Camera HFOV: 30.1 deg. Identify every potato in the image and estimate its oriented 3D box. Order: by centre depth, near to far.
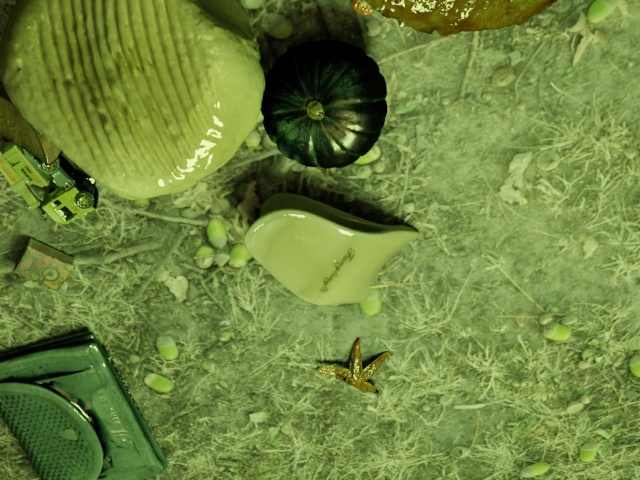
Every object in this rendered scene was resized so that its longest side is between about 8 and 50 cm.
[{"bbox_3d":[-0.419,-0.190,1.730,0.172,0.100,0.089,31,127,32],"label":"potato"}]

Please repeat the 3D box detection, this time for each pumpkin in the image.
[{"bbox_3d":[0.004,-0.199,1.732,0.194,0.150,0.194,-2,114,-5],"label":"pumpkin"}]

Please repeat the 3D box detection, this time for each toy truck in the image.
[{"bbox_3d":[-0.424,-0.100,1.827,0.100,0.077,0.169,-31,121,14],"label":"toy truck"}]

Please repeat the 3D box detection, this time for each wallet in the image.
[{"bbox_3d":[-0.441,0.326,2.123,0.237,0.075,0.342,-14,124,11],"label":"wallet"}]

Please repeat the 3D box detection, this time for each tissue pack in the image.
[{"bbox_3d":[-0.453,0.041,1.946,0.083,0.035,0.063,25,120,-19],"label":"tissue pack"}]

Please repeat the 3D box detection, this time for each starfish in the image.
[{"bbox_3d":[0.073,0.241,2.100,0.133,0.041,0.130,-28,122,16],"label":"starfish"}]

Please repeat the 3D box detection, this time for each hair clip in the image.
[{"bbox_3d":[0.006,0.013,1.899,0.282,0.113,0.172,28,119,-20],"label":"hair clip"}]

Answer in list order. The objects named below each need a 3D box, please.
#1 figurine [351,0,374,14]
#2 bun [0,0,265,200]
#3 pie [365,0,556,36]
[{"bbox_3d":[0.078,-0.372,1.681,0.064,0.047,0.109,20,112,-7],"label":"figurine"},{"bbox_3d":[-0.250,-0.237,1.641,0.352,0.227,0.349,-11,99,11],"label":"bun"},{"bbox_3d":[0.190,-0.416,1.604,0.354,0.103,0.288,8,118,-21],"label":"pie"}]
